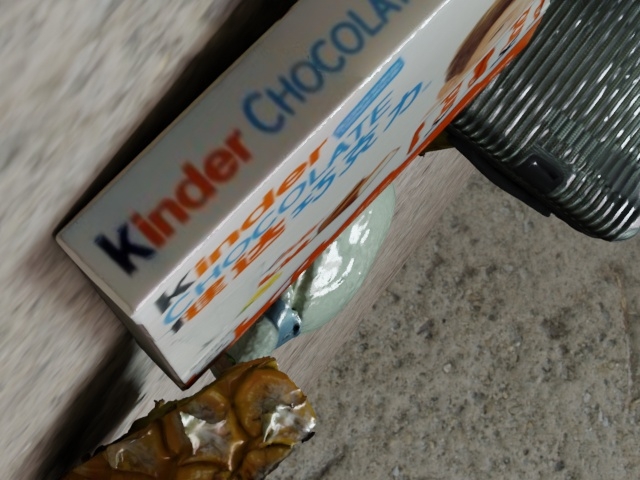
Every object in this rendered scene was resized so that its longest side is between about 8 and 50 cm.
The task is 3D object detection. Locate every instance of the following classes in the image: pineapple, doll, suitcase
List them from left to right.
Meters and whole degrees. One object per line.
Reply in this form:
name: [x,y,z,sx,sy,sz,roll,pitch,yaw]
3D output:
pineapple: [-0.094,0.135,0.753,0.135,0.079,0.233,-41,178,-24]
doll: [0.000,0.000,0.832,0.214,0.071,0.103,-57,176,-5]
suitcase: [0.222,-0.166,0.981,0.312,0.202,0.128,-53,-166,2]

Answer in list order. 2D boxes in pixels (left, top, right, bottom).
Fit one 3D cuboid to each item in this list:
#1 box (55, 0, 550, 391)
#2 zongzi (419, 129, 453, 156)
box: [0.012,-0.055,0.606,0.273,0.048,0.265,-45,172,-9]
zongzi: [0.218,-0.105,1.250,0.242,0.221,0.112,-54,160,25]
